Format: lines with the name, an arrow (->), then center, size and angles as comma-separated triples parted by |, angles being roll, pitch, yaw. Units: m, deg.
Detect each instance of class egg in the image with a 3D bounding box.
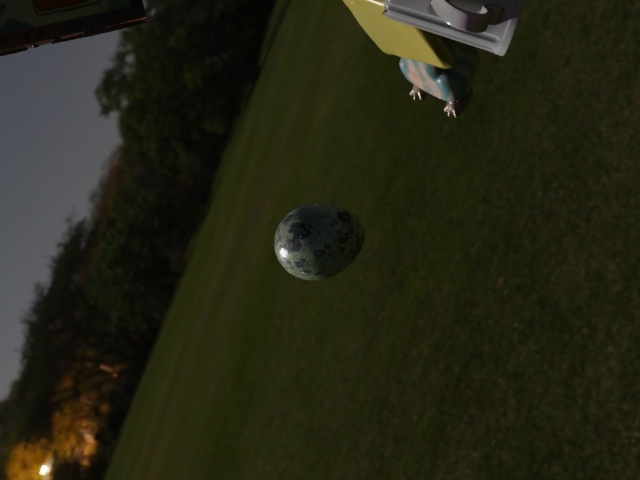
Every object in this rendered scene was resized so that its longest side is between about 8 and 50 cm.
egg -> 0.000, 0.000, 1.658 | 0.172, 0.132, 0.132 | -15, 43, 36

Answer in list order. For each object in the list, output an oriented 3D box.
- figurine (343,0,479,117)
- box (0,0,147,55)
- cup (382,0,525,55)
figurine -> 0.277, -0.496, 1.889 | 0.377, 0.266, 0.361 | -48, -37, -5
box -> -0.439, -0.421, 1.266 | 0.257, 0.319, 0.348 | 22, 126, 62
cup -> 0.208, -0.385, 1.450 | 0.221, 0.202, 0.166 | -55, -20, -85
